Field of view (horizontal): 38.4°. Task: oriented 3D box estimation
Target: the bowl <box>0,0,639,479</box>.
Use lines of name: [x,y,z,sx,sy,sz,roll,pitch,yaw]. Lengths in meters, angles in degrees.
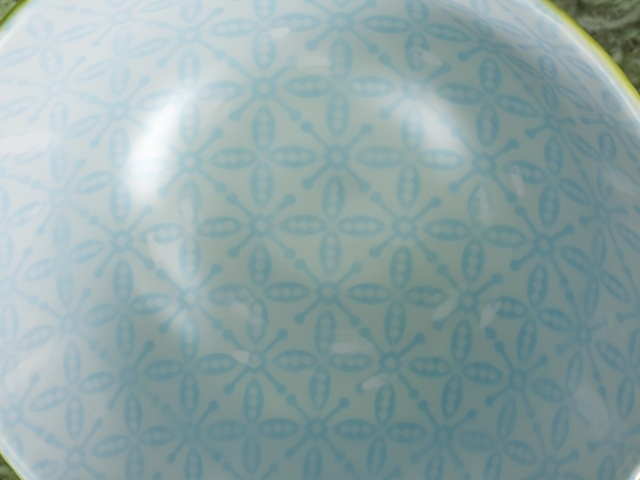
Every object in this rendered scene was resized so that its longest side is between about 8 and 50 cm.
bowl: [0.000,0.000,0.406,0.289,0.289,0.156,-31,-165,19]
